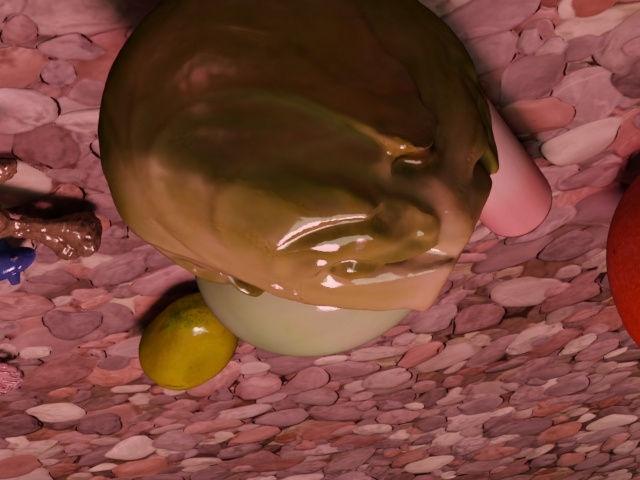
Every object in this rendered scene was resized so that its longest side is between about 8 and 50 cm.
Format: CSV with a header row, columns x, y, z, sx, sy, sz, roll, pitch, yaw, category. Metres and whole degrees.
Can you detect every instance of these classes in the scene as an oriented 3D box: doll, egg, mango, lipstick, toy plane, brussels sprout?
x,y,z,sx,sy,sz,roll,pitch,yaw,category
-0.351,-0.024,1.240,0.203,0.091,0.286,4,172,16,doll
0.000,0.000,1.269,0.270,0.220,0.220,-28,149,30,egg
-0.154,0.124,1.579,0.117,0.089,0.163,8,145,-35,mango
0.145,-0.098,1.292,0.087,0.087,0.327,-22,151,17,lipstick
-0.373,0.042,1.383,0.167,0.054,0.062,-21,177,15,toy plane
-0.018,-0.084,1.039,0.328,0.328,0.247,-5,149,-14,brussels sprout

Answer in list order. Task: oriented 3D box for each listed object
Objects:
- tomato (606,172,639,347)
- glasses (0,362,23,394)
x,y,z,sx,sy,sz,roll,pitch,yaw,category
0.496,0.005,1.453,0.341,0.273,0.341,-25,154,-13,tomato
-0.467,0.218,1.623,0.162,0.095,0.255,-2,154,-37,glasses
